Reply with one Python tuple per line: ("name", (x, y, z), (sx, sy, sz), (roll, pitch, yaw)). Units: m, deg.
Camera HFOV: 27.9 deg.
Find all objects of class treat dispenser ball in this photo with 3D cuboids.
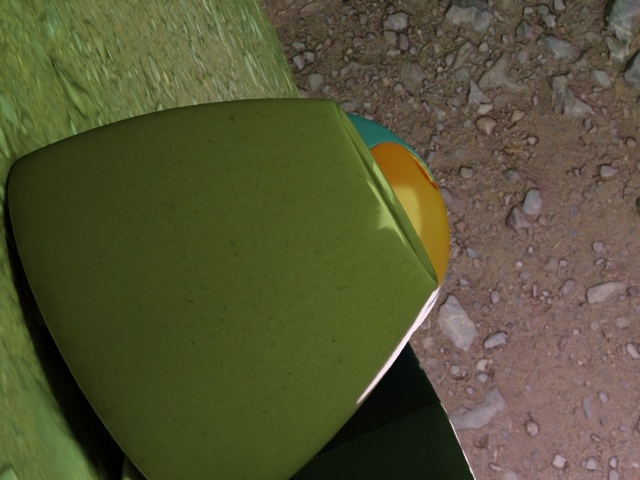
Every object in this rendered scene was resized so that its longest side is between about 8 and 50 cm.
("treat dispenser ball", (0.000, 0.000, 1.423), (0.288, 0.288, 0.288), (-22, 90, -84))

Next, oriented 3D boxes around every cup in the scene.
("cup", (-0.050, 0.019, 1.009), (0.331, 0.237, 0.331), (58, 7, -12))

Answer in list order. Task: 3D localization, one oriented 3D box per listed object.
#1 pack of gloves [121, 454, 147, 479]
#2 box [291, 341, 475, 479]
("pack of gloves", (-0.109, 0.207, 1.004), (0.195, 0.046, 0.232), (52, 9, -25))
("box", (0.088, 0.297, 1.508), (0.312, 0.178, 0.343), (-112, 178, -70))
